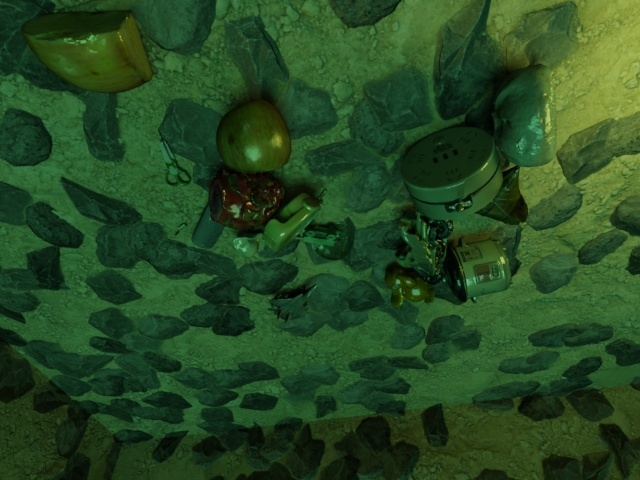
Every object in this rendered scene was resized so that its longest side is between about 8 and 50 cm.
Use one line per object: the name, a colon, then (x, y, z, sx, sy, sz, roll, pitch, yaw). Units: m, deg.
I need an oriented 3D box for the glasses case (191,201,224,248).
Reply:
glasses case: (-0.470, -0.069, 1.834, 0.109, 0.067, 0.283, 20, 126, -22)

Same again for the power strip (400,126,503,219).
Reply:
power strip: (0.468, -0.239, 1.521, 0.357, 0.358, 0.161, -21, 130, 16)

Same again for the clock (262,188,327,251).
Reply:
clock: (-0.096, -0.095, 1.700, 0.096, 0.308, 0.235, 45, 159, 5)

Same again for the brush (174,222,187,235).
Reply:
brush: (-0.622, -0.049, 1.877, 0.083, 0.019, 0.021, -36, 114, 26)

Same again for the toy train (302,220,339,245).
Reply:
toy train: (-0.004, -0.025, 1.879, 0.171, 0.070, 0.100, 9, 138, -9)

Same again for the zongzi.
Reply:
zongzi: (0.769, -0.184, 1.689, 0.285, 0.139, 0.300, 15, 150, -16)

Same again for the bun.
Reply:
bun: (0.681, -0.411, 1.425, 0.194, 0.355, 0.355, -3, 136, 30)

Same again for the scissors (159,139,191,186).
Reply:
scissors: (-0.577, -0.296, 1.653, 0.100, 0.027, 0.205, -7, 133, 2)

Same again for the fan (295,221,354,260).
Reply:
fan: (0.028, -0.015, 1.935, 0.294, 0.012, 0.223, 30, 124, -25)

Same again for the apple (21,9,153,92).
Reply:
apple: (-0.709, -0.582, 1.298, 0.308, 0.314, 0.253, -9, 88, -2)

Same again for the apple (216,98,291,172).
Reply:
apple: (-0.230, -0.356, 1.470, 0.264, 0.265, 0.265, -1, 132, -1)

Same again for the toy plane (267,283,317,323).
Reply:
toy plane: (-0.120, 0.298, 2.150, 0.222, 0.104, 0.326, 30, 120, -26)

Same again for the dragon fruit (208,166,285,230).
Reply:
dragon fruit: (-0.280, -0.156, 1.657, 0.290, 0.251, 0.269, -5, 163, -36)

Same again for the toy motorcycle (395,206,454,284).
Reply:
toy motorcycle: (0.446, 0.020, 1.852, 0.236, 0.169, 0.410, 25, 140, 26)

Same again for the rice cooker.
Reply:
rice cooker: (0.691, 0.133, 1.932, 0.316, 0.264, 0.317, 1, 99, 4)

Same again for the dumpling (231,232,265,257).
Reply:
dumpling: (-0.310, 0.012, 1.893, 0.134, 0.100, 0.169, -30, 130, 4)

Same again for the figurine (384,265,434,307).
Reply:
figurine: (0.424, 0.218, 2.067, 0.227, 0.215, 0.215, -3, 133, -19)
